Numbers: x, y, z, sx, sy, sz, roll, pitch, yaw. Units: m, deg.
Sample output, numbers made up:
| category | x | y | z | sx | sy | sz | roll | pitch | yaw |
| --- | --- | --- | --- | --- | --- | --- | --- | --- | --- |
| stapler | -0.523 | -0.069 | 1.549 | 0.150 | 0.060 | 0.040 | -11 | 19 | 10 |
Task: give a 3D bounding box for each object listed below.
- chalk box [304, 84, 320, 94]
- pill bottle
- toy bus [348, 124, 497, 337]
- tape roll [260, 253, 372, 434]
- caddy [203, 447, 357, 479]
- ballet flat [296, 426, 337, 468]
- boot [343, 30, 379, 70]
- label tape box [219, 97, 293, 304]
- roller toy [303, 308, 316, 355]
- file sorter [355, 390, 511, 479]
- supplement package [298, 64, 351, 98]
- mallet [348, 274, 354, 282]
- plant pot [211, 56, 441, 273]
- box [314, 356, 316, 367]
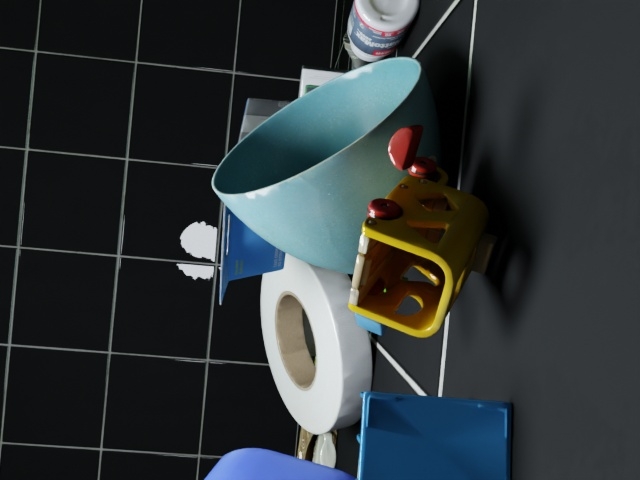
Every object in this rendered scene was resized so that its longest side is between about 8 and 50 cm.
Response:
| category | x | y | z | sx | sy | sz | roll | pitch | yaw |
| --- | --- | --- | --- | --- | --- | --- | --- | --- | --- |
| chalk box | 0.049 | -0.140 | 1.021 | 0.289 | 0.180 | 0.179 | 106 | 168 | -76 |
| pill bottle | 0.104 | -0.389 | 1.074 | 0.180 | 0.108 | 0.107 | 129 | 146 | -84 |
| toy bus | 0.107 | -0.001 | 0.562 | 0.202 | 0.104 | 0.191 | -66 | -19 | -7 |
| tape roll | -0.023 | 0.200 | 1.255 | 0.392 | 0.072 | 0.391 | 30 | 124 | 57 |
| caddy | -0.062 | 0.465 | 0.892 | 0.179 | 0.342 | 0.241 | -52 | -30 | -65 |
| ballet flat | -0.008 | 0.603 | 1.548 | 0.124 | 0.116 | 0.342 | -168 | 86 | -67 |
| boot | 0.109 | -0.383 | 1.286 | 0.189 | 0.076 | 0.208 | -55 | -31 | -23 |
| label tape box | -0.103 | -0.076 | 1.075 | 0.333 | 0.106 | 0.240 | -91 | 8 | -54 |
| roller toy | 0.002 | 0.187 | 1.482 | 0.209 | 0.146 | 0.191 | -101 | 17 | -77 |
| file sorter | 0.085 | 0.216 | 0.514 | 0.104 | 0.118 | 0.170 | 102 | 173 | -80 |
| supplement package | 0.021 | -0.315 | 1.646 | 0.175 | 0.178 | 0.292 | -96 | 13 | -71 |
| mallet | 0.079 | 0.066 | 1.386 | 0.189 | 0.039 | 0.062 | -84 | 0 | -64 |
| plant pot | 0.036 | -0.071 | 0.777 | 0.195 | 0.290 | 0.290 | 58 | -166 | -26 |
| box | 0.014 | 0.329 | 1.762 | 0.087 | 0.058 | 0.232 | -172 | 88 | -86 |
